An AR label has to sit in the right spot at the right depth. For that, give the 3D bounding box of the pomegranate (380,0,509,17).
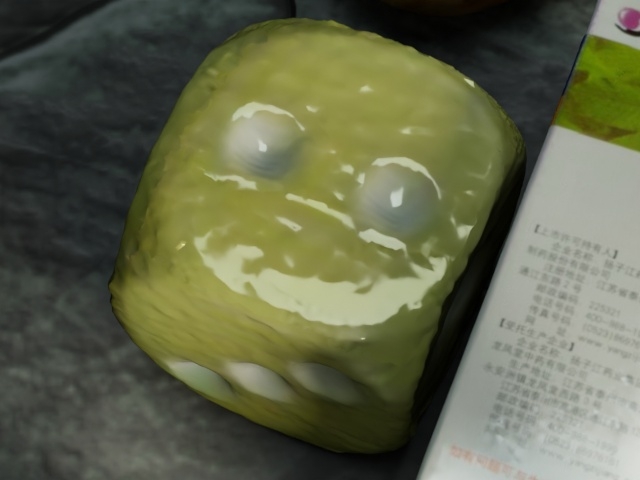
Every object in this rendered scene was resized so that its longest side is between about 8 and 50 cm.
[{"bbox_3d":[0.081,-0.235,1.029,0.207,0.207,0.207,0,63,0],"label":"pomegranate"}]

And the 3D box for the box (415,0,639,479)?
[{"bbox_3d":[0.133,0.052,0.871,0.106,0.200,0.299,18,64,9],"label":"box"}]

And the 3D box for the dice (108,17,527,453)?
[{"bbox_3d":[0.000,0.000,0.915,0.169,0.166,0.169,22,65,11],"label":"dice"}]
